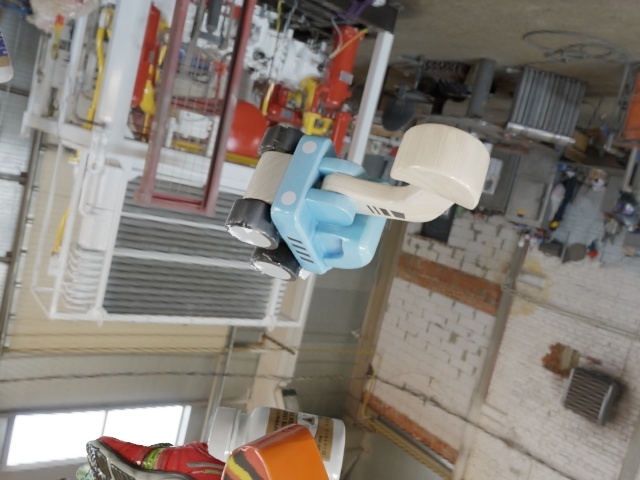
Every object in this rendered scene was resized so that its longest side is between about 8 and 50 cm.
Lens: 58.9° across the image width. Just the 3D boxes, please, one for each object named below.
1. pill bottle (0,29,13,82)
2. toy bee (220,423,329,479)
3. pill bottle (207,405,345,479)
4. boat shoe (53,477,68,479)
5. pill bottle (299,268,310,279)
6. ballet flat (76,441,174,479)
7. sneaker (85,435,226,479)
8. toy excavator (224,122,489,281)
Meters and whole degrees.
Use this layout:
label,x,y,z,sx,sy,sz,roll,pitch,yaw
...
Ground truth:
label,x,y,z,sx,sy,sz,roll,pitch,yaw
pill bottle,-0.489,-0.315,0.679,0.153,0.264,0.153,-7,-158,3
toy bee,-0.013,0.300,0.407,0.195,0.162,0.298,15,-135,-34
pill bottle,-0.079,0.364,1.003,0.229,0.131,0.131,11,-174,-2
boat shoe,-0.453,0.439,0.988,0.056,0.049,0.152,-28,164,-7
pill bottle,0.000,0.000,1.305,0.103,0.184,0.103,42,168,11
ballet flat,-0.370,0.435,1.080,0.189,0.070,0.070,-15,-167,-12
sneaker,-0.204,0.319,0.765,0.279,0.107,0.118,5,-161,32
toy excavator,0.062,-0.069,1.001,0.446,0.222,0.433,12,156,20
